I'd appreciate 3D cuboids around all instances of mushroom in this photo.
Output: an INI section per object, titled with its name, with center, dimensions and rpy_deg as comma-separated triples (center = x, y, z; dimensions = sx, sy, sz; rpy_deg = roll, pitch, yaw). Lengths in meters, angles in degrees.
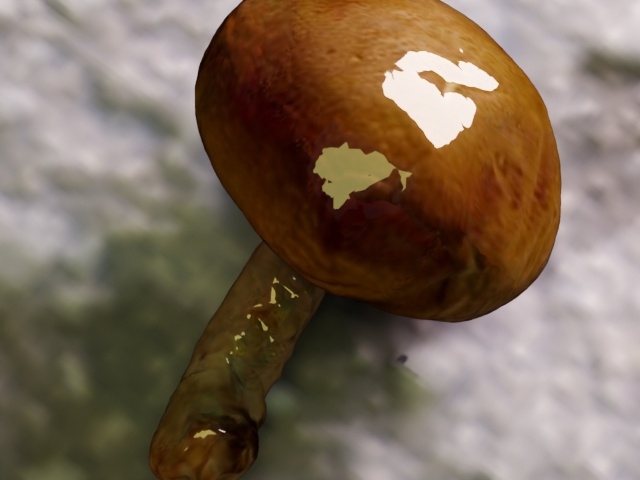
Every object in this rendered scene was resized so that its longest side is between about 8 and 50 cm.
[mushroom]
center = 0.006, -0.002, 0.404
dimensions = 0.088, 0.073, 0.129
rpy_deg = 32, 71, -24
